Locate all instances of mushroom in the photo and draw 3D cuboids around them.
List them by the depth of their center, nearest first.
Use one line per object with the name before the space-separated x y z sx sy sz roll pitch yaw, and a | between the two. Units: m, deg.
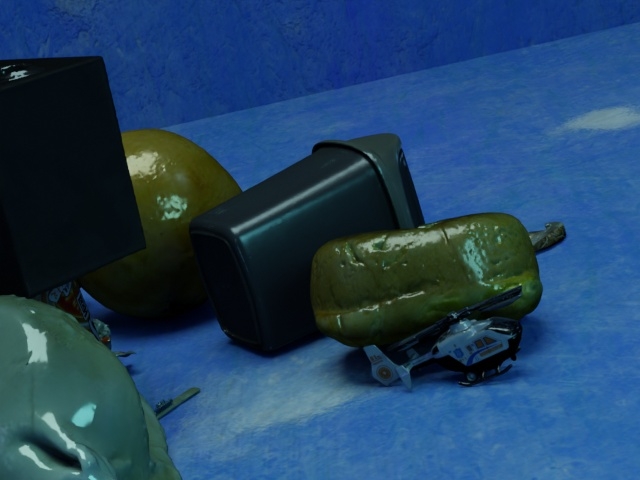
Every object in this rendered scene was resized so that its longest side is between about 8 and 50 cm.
mushroom | 0.291 -0.004 2.234 0.049 0.019 0.101 -2 18 36

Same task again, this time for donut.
donut | 0.118 0.045 1.933 0.261 0.128 0.208 -9 -2 3

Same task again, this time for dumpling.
dumpling | -0.279 0.167 1.715 0.270 0.320 0.212 -13 -29 -22

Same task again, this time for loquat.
loquat | -0.227 -0.025 2.291 0.263 0.263 0.263 -12 15 3

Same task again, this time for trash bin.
trash bin | 0.000 0.000 2.122 0.290 0.209 0.182 -27 21 -25

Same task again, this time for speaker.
speaker | -0.353 -0.077 1.895 0.184 0.232 0.254 -23 19 -37

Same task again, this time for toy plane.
toy plane | 0.143 0.116 1.828 0.197 0.078 0.053 -22 13 24

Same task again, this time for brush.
brush | -0.168 0.184 1.957 0.016 0.013 0.083 -4 16 37

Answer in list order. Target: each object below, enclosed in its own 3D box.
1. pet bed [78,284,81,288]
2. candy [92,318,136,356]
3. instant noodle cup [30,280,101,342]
pet bed | -0.425 0.062 2.349 0.183 0.159 0.211 -8 23 1
candy | -0.351 0.141 2.173 0.292 0.059 0.086 -6 18 29
instant noodle cup | -0.365 0.128 1.977 0.250 0.192 0.250 -12 16 4
